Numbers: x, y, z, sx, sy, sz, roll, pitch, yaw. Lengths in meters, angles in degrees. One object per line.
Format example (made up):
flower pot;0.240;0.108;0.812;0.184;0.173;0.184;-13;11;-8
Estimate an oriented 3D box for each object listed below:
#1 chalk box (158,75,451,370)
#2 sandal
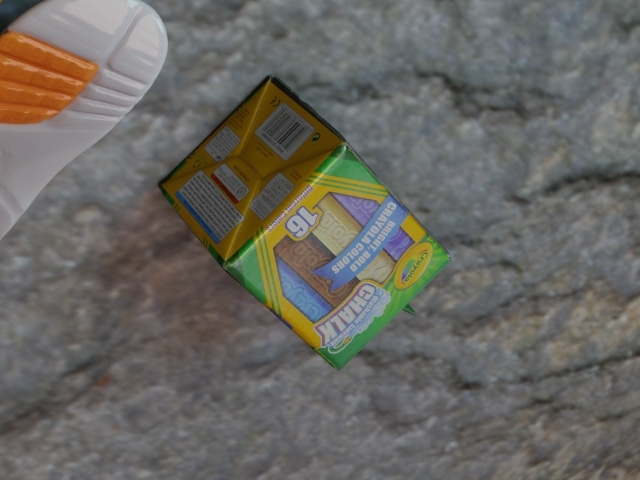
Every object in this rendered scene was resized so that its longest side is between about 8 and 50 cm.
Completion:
chalk box;0.000;0.000;1.217;0.132;0.132;0.213;-44;131;-1
sandal;-0.212;-0.092;1.068;0.102;0.076;0.265;32;120;-28
